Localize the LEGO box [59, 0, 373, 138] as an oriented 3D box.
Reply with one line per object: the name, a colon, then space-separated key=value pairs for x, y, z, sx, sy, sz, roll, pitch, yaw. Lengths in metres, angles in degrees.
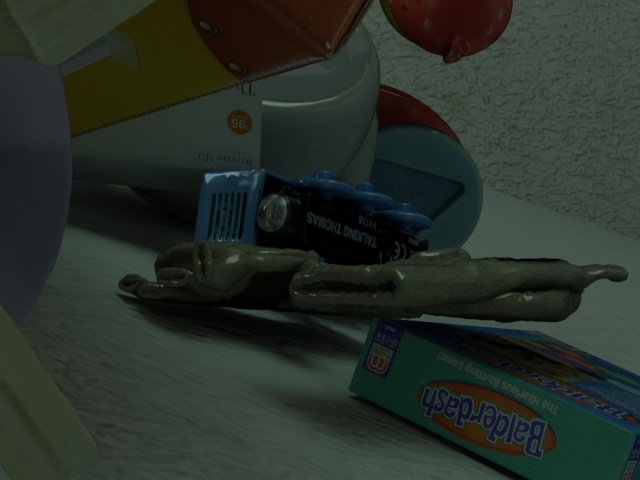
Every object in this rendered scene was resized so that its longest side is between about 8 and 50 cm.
LEGO box: x=-0.213 y=-0.224 z=0.750 sx=0.372 sy=0.193 sz=0.500 roll=38 pitch=-22 yaw=-23

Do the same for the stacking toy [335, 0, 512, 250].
stacking toy: x=0.023 y=-0.125 z=1.407 sx=0.279 sy=0.309 sz=0.130 roll=6 pitch=20 yaw=-6

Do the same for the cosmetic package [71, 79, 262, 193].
cosmetic package: x=-0.160 y=-0.093 z=1.108 sx=0.239 sy=0.099 sz=0.060 roll=5 pitch=-15 yaw=-15

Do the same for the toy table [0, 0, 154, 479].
toy table: x=-0.156 y=-0.046 z=0.497 sx=0.274 sy=0.252 sz=0.161 roll=48 pitch=-5 yaw=-33

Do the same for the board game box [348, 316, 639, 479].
board game box: x=0.137 y=0.096 z=0.921 sx=0.160 sy=0.047 sz=0.210 roll=24 pitch=8 yaw=32

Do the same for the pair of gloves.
pair of gloves: x=0.023 y=0.021 z=0.915 sx=0.204 sy=0.042 sz=0.240 roll=7 pitch=-6 yaw=-42

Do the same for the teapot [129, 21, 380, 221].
teapot: x=-0.088 y=-0.101 z=1.305 sx=0.256 sy=0.187 sz=0.252 roll=40 pitch=41 yaw=19

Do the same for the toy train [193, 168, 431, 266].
toy train: x=0.000 y=0.000 z=1.115 sx=0.105 sy=0.080 sz=0.184 roll=1 pitch=-10 yaw=35
